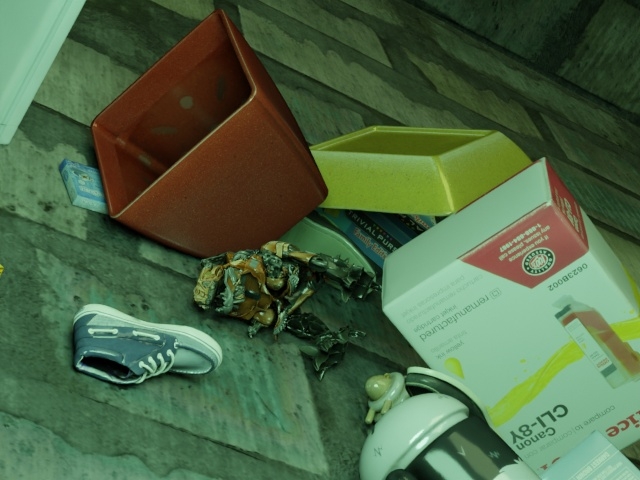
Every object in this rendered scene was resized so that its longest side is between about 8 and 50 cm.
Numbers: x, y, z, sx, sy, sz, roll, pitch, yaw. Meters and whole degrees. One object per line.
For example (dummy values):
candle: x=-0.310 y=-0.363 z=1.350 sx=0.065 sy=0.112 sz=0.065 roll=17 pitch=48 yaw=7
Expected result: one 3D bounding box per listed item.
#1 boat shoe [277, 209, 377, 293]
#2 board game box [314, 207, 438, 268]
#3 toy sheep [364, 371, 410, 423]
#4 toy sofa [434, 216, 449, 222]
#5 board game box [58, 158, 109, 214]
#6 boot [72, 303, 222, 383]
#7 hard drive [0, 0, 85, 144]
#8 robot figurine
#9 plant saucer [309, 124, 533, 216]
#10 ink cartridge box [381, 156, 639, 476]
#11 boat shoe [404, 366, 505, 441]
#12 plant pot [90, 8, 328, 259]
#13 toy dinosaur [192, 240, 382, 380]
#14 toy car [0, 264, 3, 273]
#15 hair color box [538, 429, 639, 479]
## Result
boat shoe: x=0.000 y=0.000 z=2.118 sx=0.227 sy=0.081 sz=0.068 roll=35 pitch=27 yaw=8
board game box: x=0.167 y=-0.031 z=2.405 sx=0.254 sy=0.079 sz=0.336 roll=40 pitch=23 yaw=12
toy sheep: x=0.111 y=0.228 z=1.828 sx=0.132 sy=0.091 sz=0.091 roll=42 pitch=20 yaw=-18
toy sofa: x=0.291 y=0.083 z=2.181 sx=0.150 sy=0.177 sz=0.362 roll=10 pitch=45 yaw=-22
board game box: x=-0.317 y=-0.072 z=1.914 sx=0.090 sy=0.020 sz=0.090 roll=17 pitch=30 yaw=-36
boot: x=-0.205 y=0.142 z=1.605 sx=0.190 sy=0.069 sz=0.086 roll=16 pitch=35 yaw=-20
hard drive: x=-0.426 y=-0.342 z=1.866 sx=0.233 sy=0.353 sz=0.047 roll=47 pitch=26 yaw=27
robot figurine: x=0.170 y=0.314 z=1.631 sx=0.173 sy=0.209 sz=0.278 roll=-37 pitch=67 yaw=-21
plant saucer: x=0.128 y=-0.119 z=2.107 sx=0.332 sy=0.081 sz=0.333 roll=4 pitch=16 yaw=31
ink cartridge box: x=0.307 y=0.127 z=1.888 sx=0.385 sy=0.279 sz=0.160 roll=50 pitch=18 yaw=-18
boat shoe: x=0.176 y=0.249 z=1.775 sx=0.233 sy=0.084 sz=0.079 roll=54 pitch=51 yaw=-36
plant pot: x=-0.144 y=-0.121 z=1.957 sx=0.236 sy=0.267 sz=0.267 roll=42 pitch=15 yaw=-36
toy dinosaur: x=-0.040 y=0.056 z=1.892 sx=0.218 sy=0.164 sz=0.322 roll=27 pitch=40 yaw=25
toy car: x=-0.427 y=0.018 z=1.567 sx=0.122 sy=0.040 sz=0.060 roll=7 pitch=35 yaw=-47
hair color box: x=0.419 y=0.433 z=1.670 sx=0.113 sy=0.185 sz=0.374 roll=-33 pitch=64 yaw=-23
